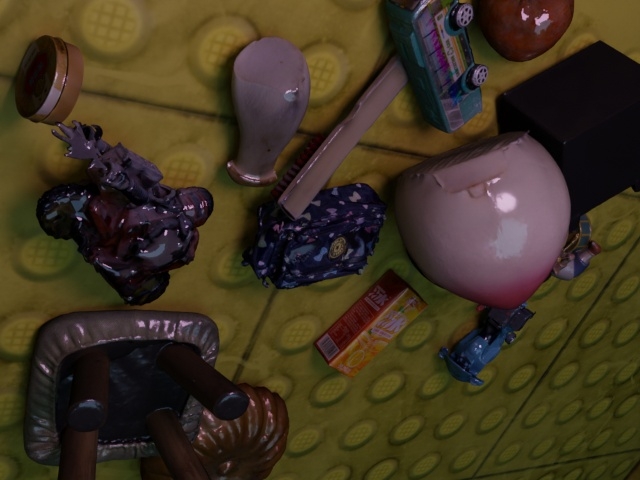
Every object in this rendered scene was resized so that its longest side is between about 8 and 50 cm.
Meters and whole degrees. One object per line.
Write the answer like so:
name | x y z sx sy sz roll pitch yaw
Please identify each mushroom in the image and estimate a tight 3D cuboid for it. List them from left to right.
mushroom | -0.078 -0.180 1.069 0.116 0.093 0.225 -3 138 -14

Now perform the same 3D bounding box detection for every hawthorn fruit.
hawthorn fruit | 0.334 -0.346 1.152 0.149 0.149 0.189 -48 135 10

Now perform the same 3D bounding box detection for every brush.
brush | 0.036 -0.172 1.150 0.321 0.050 0.060 -51 139 -8

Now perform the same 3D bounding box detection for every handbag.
handbag | 0.000 0.000 1.245 0.260 0.113 0.162 -12 136 -35

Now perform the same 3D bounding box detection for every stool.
stool | -0.301 0.291 1.178 0.310 0.226 0.310 2 115 -26

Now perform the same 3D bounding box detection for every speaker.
speaker | 0.478 -0.188 1.350 0.232 0.184 0.254 -30 139 -8

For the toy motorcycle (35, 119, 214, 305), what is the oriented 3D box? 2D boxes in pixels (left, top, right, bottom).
toy motorcycle | -0.270 -0.051 1.002 0.207 0.134 0.401 -35 144 -3

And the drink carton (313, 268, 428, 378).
drink carton | 0.102 0.170 1.483 0.223 0.071 0.096 -46 136 7

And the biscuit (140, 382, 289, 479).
biscuit | -0.201 0.431 1.484 0.326 0.107 0.325 -20 133 -23

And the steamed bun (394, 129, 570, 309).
steamed bun | 0.284 -0.017 1.250 0.309 0.309 0.309 -18 133 -20

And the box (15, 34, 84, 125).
box | -0.324 -0.191 0.877 0.037 0.105 0.105 12 118 -46

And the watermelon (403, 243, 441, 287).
watermelon | 0.314 0.037 1.409 0.301 0.129 0.123 -5 162 3

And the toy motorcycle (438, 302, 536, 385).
toy motorcycle | 0.376 0.227 1.685 0.182 0.123 0.272 -12 137 -54

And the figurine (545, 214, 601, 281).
figurine | 0.441 0.016 1.527 0.276 0.161 0.158 -6 104 -31

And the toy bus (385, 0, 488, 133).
toy bus | 0.183 -0.288 1.131 0.109 0.091 0.261 -41 136 -10
